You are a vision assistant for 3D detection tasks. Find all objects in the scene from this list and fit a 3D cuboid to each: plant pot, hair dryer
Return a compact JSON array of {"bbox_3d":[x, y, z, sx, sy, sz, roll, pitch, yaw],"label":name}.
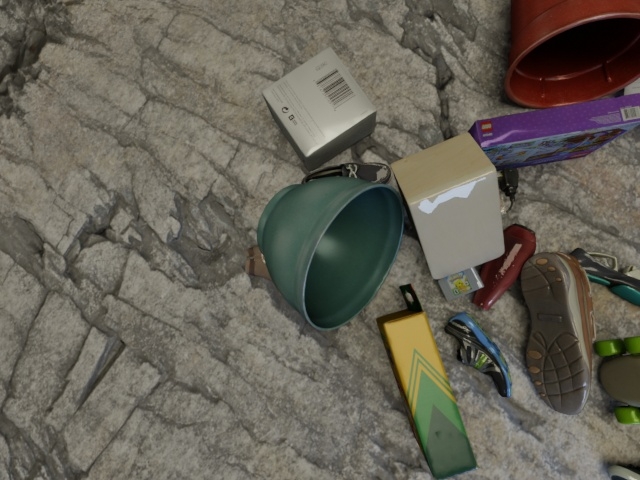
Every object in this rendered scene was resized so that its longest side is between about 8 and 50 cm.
[{"bbox_3d":[0.508,-0.459,0.846,0.272,0.272,0.265,1,74,4],"label":"plant pot"},{"bbox_3d":[0.000,0.000,0.818,0.196,0.293,0.293,27,85,34],"label":"plant pot"},{"bbox_3d":[0.336,0.003,0.891,0.223,0.080,0.294,-13,77,20],"label":"hair dryer"}]

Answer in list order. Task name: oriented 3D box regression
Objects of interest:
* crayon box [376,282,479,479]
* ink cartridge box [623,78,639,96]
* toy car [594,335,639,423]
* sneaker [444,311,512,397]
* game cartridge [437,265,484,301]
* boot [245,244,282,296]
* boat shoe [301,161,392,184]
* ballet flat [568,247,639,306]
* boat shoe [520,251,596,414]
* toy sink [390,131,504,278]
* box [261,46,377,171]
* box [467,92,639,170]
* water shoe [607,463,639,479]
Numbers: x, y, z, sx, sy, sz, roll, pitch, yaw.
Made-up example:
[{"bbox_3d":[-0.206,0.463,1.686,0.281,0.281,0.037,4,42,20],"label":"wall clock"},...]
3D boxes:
[{"bbox_3d":[0.181,0.245,0.792,0.081,0.202,0.319,-17,80,2],"label":"crayon box"},{"bbox_3d":[0.731,-0.402,0.850,0.165,0.065,0.333,9,95,40],"label":"ink cartridge box"},{"bbox_3d":[0.661,0.259,0.793,0.188,0.149,0.155,-3,72,-8],"label":"toy car"},{"bbox_3d":[0.326,0.238,0.858,0.078,0.067,0.188,-38,83,20],"label":"sneaker"},{"bbox_3d":[0.287,0.086,0.861,0.083,0.017,0.056,-31,73,30],"label":"game cartridge"},{"bbox_3d":[-0.123,0.067,0.922,0.087,0.042,0.118,-5,81,10],"label":"boot"},{"bbox_3d":[0.058,-0.135,0.919,0.206,0.065,0.075,-9,82,3],"label":"boat shoe"},{"bbox_3d":[0.604,0.072,0.851,0.203,0.074,0.074,26,85,9],"label":"ballet flat"},{"bbox_3d":[0.486,0.178,0.818,0.116,0.123,0.324,-10,97,-30],"label":"boat shoe"},{"bbox_3d":[0.247,-0.060,0.800,0.152,0.234,0.131,-22,45,10],"label":"toy sink"},{"bbox_3d":[-0.001,-0.282,0.916,0.182,0.119,0.181,-34,81,0],"label":"box"},{"bbox_3d":[0.430,-0.200,0.832,0.293,0.201,0.057,-9,82,2],"label":"box"},{"bbox_3d":[0.660,0.459,0.804,0.203,0.073,0.080,17,57,7],"label":"water shoe"}]
